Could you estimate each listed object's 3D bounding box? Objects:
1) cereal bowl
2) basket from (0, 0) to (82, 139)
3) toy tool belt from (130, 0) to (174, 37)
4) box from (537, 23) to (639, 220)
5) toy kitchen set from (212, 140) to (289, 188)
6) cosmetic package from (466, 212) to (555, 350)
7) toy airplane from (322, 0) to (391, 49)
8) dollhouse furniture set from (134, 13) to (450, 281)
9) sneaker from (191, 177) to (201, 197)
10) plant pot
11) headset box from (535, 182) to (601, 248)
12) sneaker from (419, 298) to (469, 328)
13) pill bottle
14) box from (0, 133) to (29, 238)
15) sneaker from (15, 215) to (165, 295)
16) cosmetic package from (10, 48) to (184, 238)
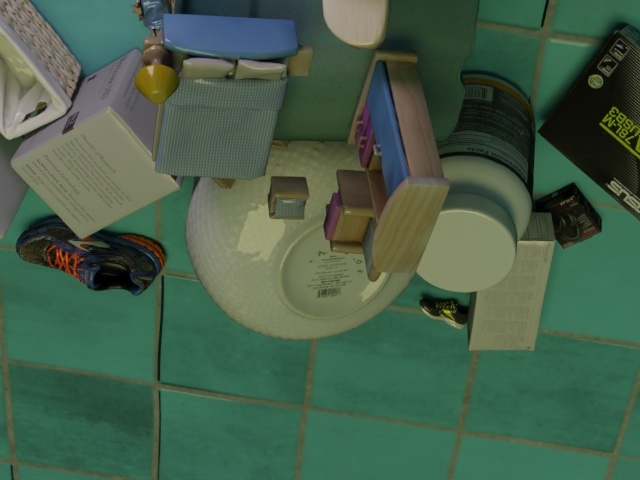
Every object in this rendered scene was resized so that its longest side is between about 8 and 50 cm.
[{"bbox_3d":[0.000,0.000,1.874,0.338,0.141,0.339,-11,124,-16],"label":"cereal bowl"},{"bbox_3d":[-0.408,-0.238,1.859,0.113,0.103,0.167,-21,122,25],"label":"basket"},{"bbox_3d":[-0.216,-0.302,1.804,0.052,0.051,0.083,-5,128,14],"label":"toy tool belt"},{"bbox_3d":[0.399,-0.145,1.782,0.190,0.045,0.184,43,127,10],"label":"box"},{"bbox_3d":[-0.097,-0.113,1.748,0.075,0.083,0.068,10,159,32],"label":"toy kitchen set"},{"bbox_3d":[0.265,0.060,1.984,0.098,0.060,0.239,2,137,0],"label":"cosmetic package"},{"bbox_3d":[0.064,-0.450,1.432,0.384,0.272,0.386,-40,97,-7],"label":"toy airplane"},{"bbox_3d":[-0.055,-0.060,1.484,0.303,0.198,0.286,3,138,-13],"label":"dollhouse furniture set"},{"bbox_3d":[-0.086,-0.121,1.910,0.146,0.105,0.296,8,128,-11],"label":"sneaker"},{"bbox_3d":[-0.001,-0.257,1.646,0.334,0.341,0.341,5,131,-5],"label":"plant pot"},{"bbox_3d":[0.344,-0.030,1.943,0.062,0.032,0.083,-26,119,28],"label":"headset box"},{"bbox_3d":[0.185,0.100,2.086,0.083,0.031,0.035,23,124,-20],"label":"sneaker"},{"bbox_3d":[0.186,-0.074,1.774,0.162,0.278,0.162,5,131,6],"label":"pill bottle"},{"bbox_3d":[-0.501,-0.106,1.934,0.119,0.182,0.181,-18,124,24],"label":"box"},{"bbox_3d":[-0.343,0.027,2.078,0.221,0.087,0.083,8,130,3],"label":"sneaker"},{"bbox_3d":[-0.284,-0.129,1.896,0.183,0.151,0.151,-26,121,27],"label":"cosmetic package"}]
